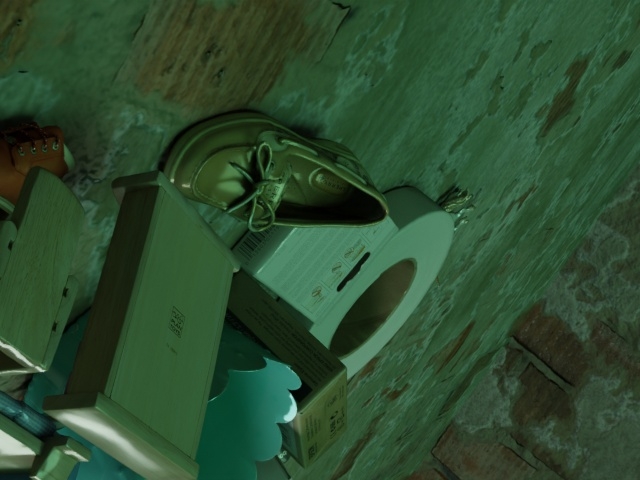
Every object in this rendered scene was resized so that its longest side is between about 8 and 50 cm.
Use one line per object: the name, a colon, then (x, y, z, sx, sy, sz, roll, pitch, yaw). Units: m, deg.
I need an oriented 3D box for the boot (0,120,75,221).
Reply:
boot: (-0.233, -0.065, 0.718, 0.084, 0.059, 0.158, -49, 167, -11)

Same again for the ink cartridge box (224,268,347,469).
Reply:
ink cartridge box: (-0.060, 0.172, 1.249, 0.088, 0.193, 0.235, -42, 157, -20)

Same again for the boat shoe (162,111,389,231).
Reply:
boat shoe: (-0.035, -0.064, 1.010, 0.285, 0.089, 0.105, 0, 125, -48)

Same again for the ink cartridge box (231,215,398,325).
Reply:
ink cartridge box: (0.000, 0.000, 1.243, 0.181, 0.056, 0.225, -50, 153, -3)

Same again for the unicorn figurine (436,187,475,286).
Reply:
unicorn figurine: (0.215, -0.019, 1.673, 0.111, 0.060, 0.162, -38, 140, -27)

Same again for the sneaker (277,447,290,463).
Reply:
sneaker: (-0.086, 0.300, 1.527, 0.078, 0.106, 0.234, -40, 156, -26)

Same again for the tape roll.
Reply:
tape roll: (0.059, 0.090, 1.514, 0.392, 0.072, 0.392, -40, 157, -21)

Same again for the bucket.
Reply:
bucket: (-0.175, 0.193, 1.049, 0.281, 0.183, 0.281, -41, 152, -28)

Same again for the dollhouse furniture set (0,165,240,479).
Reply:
dollhouse furniture set: (-0.263, 0.058, 0.760, 0.286, 0.303, 0.198, 54, 36, -48)

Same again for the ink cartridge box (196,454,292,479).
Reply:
ink cartridge box: (-0.139, 0.380, 1.261, 0.207, 0.117, 0.283, -29, 145, -17)
